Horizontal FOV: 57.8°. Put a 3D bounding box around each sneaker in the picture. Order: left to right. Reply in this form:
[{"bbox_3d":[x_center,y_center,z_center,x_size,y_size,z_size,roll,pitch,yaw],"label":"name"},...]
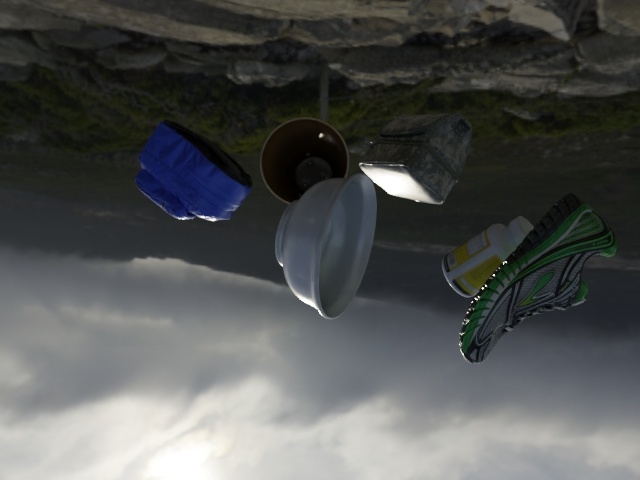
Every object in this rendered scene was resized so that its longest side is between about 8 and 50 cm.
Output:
[{"bbox_3d":[0.371,0.086,1.001,0.146,0.343,0.134,42,-172,16],"label":"sneaker"}]

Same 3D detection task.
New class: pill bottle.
[{"bbox_3d":[0.343,0.031,1.164,0.103,0.103,0.184,8,144,-45],"label":"pill bottle"}]

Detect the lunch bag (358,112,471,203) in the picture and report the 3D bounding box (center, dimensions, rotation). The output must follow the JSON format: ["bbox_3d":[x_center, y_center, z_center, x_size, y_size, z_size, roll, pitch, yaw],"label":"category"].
[{"bbox_3d":[0.303,-0.278,1.808,0.213,0.256,0.305,40,169,-28],"label":"lunch bag"}]

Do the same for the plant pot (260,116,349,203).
[{"bbox_3d":[-0.033,-0.203,1.646,0.237,0.237,0.254,7,179,5],"label":"plant pot"}]

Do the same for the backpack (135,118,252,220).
[{"bbox_3d":[-0.148,-0.072,0.698,0.120,0.101,0.098,35,-169,3],"label":"backpack"}]

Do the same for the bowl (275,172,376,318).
[{"bbox_3d":[0.000,0.000,1.165,0.134,0.297,0.298,13,-178,21],"label":"bowl"}]
